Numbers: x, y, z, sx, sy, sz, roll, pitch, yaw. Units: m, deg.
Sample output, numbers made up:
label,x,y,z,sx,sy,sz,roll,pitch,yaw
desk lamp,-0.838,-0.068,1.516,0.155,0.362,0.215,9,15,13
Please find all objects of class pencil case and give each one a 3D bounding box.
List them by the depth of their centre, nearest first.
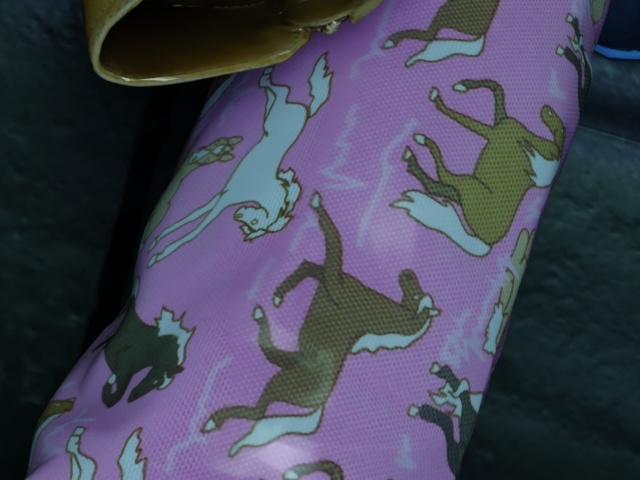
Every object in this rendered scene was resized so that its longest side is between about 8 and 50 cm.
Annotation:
label,x,y,z,sx,sy,sz,roll,pitch,yaw
pencil case,0.000,0.000,0.690,0.160,0.167,0.386,21,60,-1

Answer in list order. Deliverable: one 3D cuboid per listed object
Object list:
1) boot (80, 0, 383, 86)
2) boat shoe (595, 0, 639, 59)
label,x,y,z,sx,sy,sz,roll,pitch,yaw
boot,-0.082,-0.133,0.681,0.295,0.104,0.211,-20,43,22
boat shoe,0.080,-0.193,0.860,0.258,0.089,0.109,28,59,1
